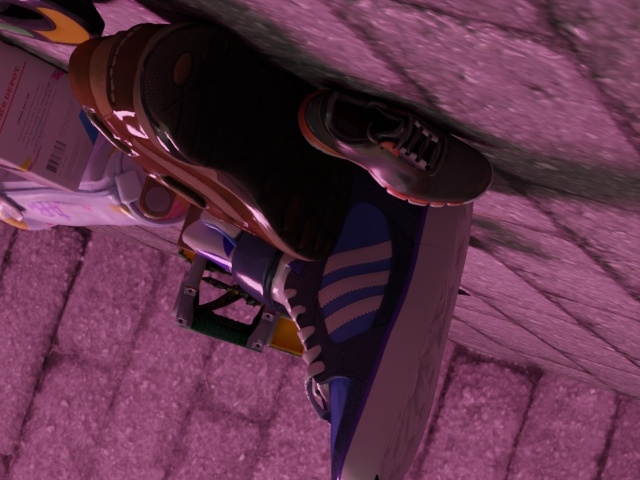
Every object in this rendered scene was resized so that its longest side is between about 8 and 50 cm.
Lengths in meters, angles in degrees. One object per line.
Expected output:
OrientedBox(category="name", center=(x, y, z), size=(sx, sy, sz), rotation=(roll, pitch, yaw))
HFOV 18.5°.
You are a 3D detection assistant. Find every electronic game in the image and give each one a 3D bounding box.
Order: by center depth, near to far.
OrientedBox(category="electronic game", center=(-0.266, -0.190, 1.420), size=(0.229, 0.048, 0.229), rotation=(19, 175, 2))

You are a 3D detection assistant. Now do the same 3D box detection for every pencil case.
OrientedBox(category="pencil case", center=(-0.236, -0.067, 2.017), size=(0.124, 0.113, 0.273), rotation=(-7, -176, -42))

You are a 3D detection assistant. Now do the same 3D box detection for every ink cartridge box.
OrientedBox(category="ink cartridge box", center=(-0.293, -0.124, 1.866), size=(0.061, 0.104, 0.181), rotation=(14, 172, 38))

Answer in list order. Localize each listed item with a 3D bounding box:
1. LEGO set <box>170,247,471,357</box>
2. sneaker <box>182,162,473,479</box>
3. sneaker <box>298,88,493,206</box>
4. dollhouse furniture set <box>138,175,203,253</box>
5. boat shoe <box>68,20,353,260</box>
OrientedBox(category="LEGO set", center=(0.000, 0.000, 2.035), size=(0.331, 0.192, 0.255), rotation=(22, -156, 4))
OrientedBox(category="sneaker", center=(-0.015, 0.060, 1.667), size=(0.236, 0.323, 0.130), rotation=(10, 150, 13))
OrientedBox(category="sneaker", center=(0.060, -0.069, 1.467), size=(0.158, 0.061, 0.065), rotation=(19, 168, -11))
OrientedBox(category="dollhouse furniture set", center=(-0.113, -0.058, 1.802), size=(0.144, 0.123, 0.151), rotation=(20, 174, -13))
OrientedBox(category="boat shoe", center=(-0.078, -0.082, 1.500), size=(0.120, 0.122, 0.324), rotation=(12, 163, 29))
